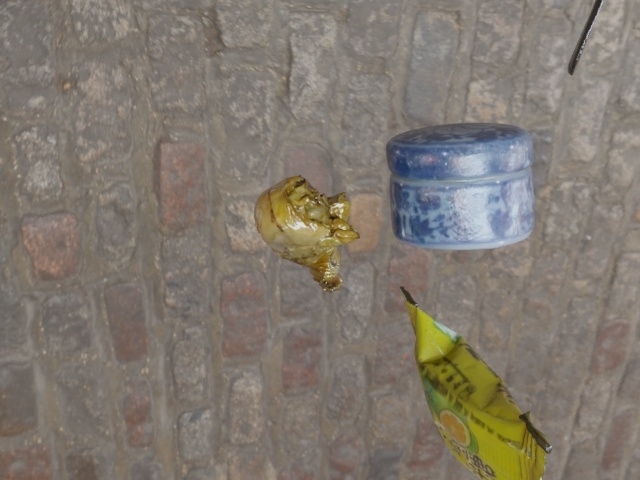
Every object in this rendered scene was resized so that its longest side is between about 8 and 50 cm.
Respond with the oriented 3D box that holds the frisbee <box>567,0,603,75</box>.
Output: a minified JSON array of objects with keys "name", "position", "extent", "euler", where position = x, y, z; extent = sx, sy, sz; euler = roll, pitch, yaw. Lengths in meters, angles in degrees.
[{"name":"frisbee","position":[0.272,-0.272,0.614],"extent":[0.012,0.187,0.211],"euler":[19,146,13]}]

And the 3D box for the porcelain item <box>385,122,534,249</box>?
[{"name":"porcelain item","position":[0.142,-0.061,0.683],"extent":[0.147,0.147,0.114],"euler":[-10,104,-15]}]

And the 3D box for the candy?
[{"name":"candy","position":[0.181,0.201,0.818],"extent":[0.081,0.297,0.187],"euler":[-22,125,-10]}]

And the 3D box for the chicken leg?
[{"name":"chicken leg","position":[-0.003,0.000,0.746],"extent":[0.101,0.085,0.207],"euler":[-19,148,7]}]
